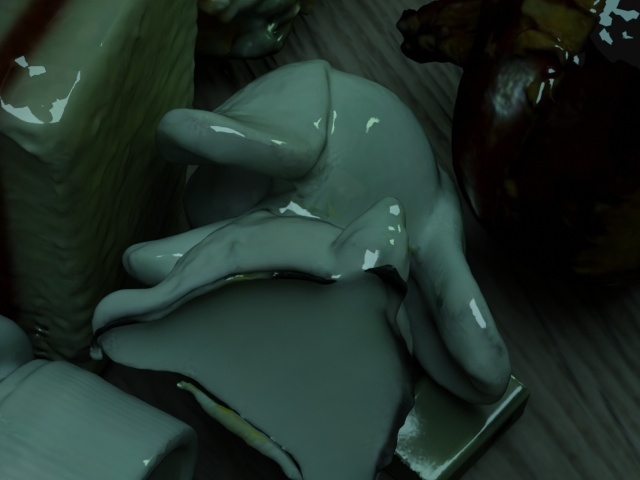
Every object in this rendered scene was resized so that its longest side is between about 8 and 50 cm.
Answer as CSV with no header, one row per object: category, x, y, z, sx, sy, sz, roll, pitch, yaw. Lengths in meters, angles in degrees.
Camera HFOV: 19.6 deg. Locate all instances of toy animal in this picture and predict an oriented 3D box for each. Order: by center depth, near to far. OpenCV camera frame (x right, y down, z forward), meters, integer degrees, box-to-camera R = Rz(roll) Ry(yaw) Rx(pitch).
toy animal,-0.010,0.000,1.118,0.174,0.249,0.289,-39,45,24

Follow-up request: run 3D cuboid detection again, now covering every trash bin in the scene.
trash bin,0.080,0.116,1.180,0.061,0.043,0.092,39,68,17

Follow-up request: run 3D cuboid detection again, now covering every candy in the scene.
candy,-0.164,-0.057,1.103,0.135,0.320,0.179,21,57,6

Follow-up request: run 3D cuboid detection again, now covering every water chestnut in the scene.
water chestnut,0.182,-0.118,1.189,0.300,0.300,0.300,2,60,-3

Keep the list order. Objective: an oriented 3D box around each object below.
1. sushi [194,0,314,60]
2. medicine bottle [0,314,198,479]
sushi,-0.151,-0.292,1.317,0.417,0.176,0.417,2,60,-3
medicine bottle,-0.274,0.112,1.057,0.371,0.211,0.211,25,62,11
